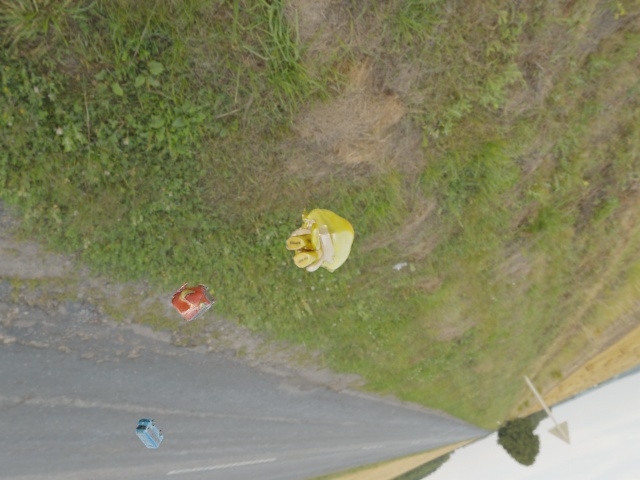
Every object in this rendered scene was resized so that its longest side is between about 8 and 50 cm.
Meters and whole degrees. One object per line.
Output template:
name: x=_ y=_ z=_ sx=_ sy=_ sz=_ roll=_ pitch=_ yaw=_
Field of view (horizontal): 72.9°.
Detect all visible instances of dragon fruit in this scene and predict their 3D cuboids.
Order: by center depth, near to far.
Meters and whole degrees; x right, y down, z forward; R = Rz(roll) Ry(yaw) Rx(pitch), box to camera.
dragon fruit: x=-0.222 y=0.103 z=0.755 sx=0.056 sy=0.060 sz=0.083 roll=-45 pitch=177 yaw=-1

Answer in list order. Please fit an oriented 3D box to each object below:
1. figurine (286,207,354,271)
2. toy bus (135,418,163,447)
figurine: x=0.000 y=0.000 z=0.936 sx=0.131 sy=0.156 sz=0.246 roll=-24 pitch=-176 yaw=20
toy bus: x=-0.453 y=0.509 z=1.144 sx=0.038 sy=0.046 sz=0.083 roll=-5 pitch=124 yaw=14
